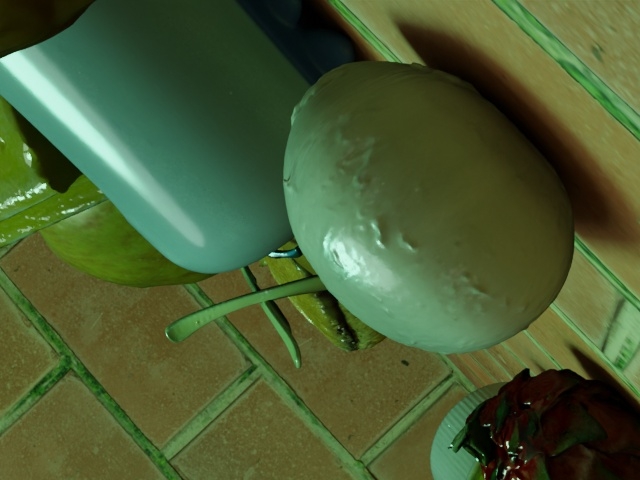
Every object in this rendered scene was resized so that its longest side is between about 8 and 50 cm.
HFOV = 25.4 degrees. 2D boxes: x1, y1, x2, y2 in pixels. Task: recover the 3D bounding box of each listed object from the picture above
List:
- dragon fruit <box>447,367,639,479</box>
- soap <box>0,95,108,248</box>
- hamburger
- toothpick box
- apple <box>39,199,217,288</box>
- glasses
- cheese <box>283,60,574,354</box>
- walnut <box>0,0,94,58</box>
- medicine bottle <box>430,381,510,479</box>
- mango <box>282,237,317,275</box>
[{"bbox_3d":[0.241,0.213,1.397,0.189,0.182,0.182,57,177,-6],"label":"dragon fruit"},{"bbox_3d":[-0.320,-0.130,1.344,0.281,0.143,0.259,-23,85,45],"label":"soap"},{"bbox_3d":[0.003,0.003,1.981,0.304,0.174,0.284,46,175,25],"label":"hamburger"},{"bbox_3d":[-0.100,-0.132,1.165,0.355,0.263,0.263,47,178,-18],"label":"toothpick box"},{"bbox_3d":[-0.208,-0.135,1.572,0.400,0.333,0.400,46,177,3],"label":"apple"},{"bbox_3d":[-0.033,0.036,1.295,0.239,0.207,0.102,18,158,37],"label":"glasses"},{"bbox_3d":[0.065,-0.017,0.880,0.198,0.154,0.189,48,172,-11],"label":"cheese"},{"bbox_3d":[-0.235,-0.246,0.633,0.354,0.308,0.398,25,160,50],"label":"walnut"},{"bbox_3d":[0.290,0.326,1.656,0.224,0.224,0.384,48,178,-28],"label":"medicine bottle"},{"bbox_3d":[0.047,-0.012,1.406,0.254,0.139,0.175,38,172,32],"label":"mango"}]
